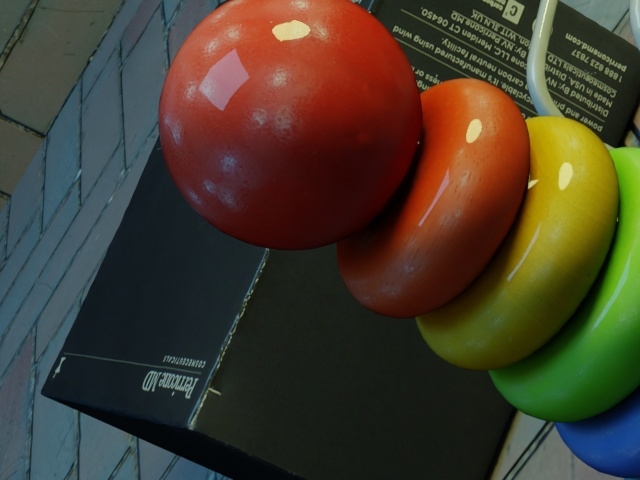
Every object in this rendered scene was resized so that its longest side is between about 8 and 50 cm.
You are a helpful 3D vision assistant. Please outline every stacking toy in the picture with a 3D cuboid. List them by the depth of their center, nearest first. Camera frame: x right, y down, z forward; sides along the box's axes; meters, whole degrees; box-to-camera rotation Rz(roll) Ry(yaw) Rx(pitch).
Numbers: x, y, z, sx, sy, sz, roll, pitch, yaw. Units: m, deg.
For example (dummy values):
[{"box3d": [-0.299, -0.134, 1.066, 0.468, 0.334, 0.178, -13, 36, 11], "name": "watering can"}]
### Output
[{"box3d": [0.088, 0.016, 0.640, 0.141, 0.330, 0.141, -52, 22, 31], "name": "stacking toy"}]

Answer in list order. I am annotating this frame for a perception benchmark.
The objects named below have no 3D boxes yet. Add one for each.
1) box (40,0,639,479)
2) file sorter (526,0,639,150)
[{"box3d": [0.000, 0.000, 1.118, 0.312, 0.179, 0.343, -66, 19, -10], "name": "box"}, {"box3d": [0.235, -0.126, 0.665, 0.277, 0.193, 0.173, -30, 40, 58], "name": "file sorter"}]
